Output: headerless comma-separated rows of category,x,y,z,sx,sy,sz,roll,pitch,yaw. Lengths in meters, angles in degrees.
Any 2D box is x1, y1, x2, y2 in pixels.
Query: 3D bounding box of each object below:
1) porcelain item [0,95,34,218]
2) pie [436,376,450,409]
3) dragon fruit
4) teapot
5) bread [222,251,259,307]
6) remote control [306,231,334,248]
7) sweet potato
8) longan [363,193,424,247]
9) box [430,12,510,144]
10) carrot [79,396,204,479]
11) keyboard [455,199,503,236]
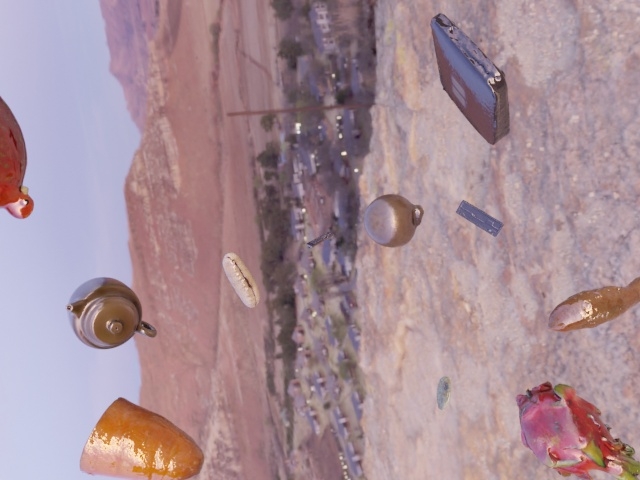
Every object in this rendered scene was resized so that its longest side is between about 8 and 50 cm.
porcelain item,-0.494,-0.093,0.753,0.253,0.252,0.253,169,90,-75
pie,0.313,0.388,1.454,0.085,0.017,0.085,-169,90,-85
dragon fruit,0.581,0.442,1.306,0.200,0.269,0.198,-79,11,-65
teapot,-0.559,0.210,1.536,0.175,0.267,0.186,26,89,54
bread,-0.251,0.133,1.842,0.053,0.073,0.214,-110,-4,-63
remote control,0.000,0.000,1.757,0.034,0.091,0.016,21,132,50
sweet potato,0.808,0.168,1.595,0.109,0.385,0.109,161,90,-83
longan,0.249,-0.068,1.924,0.159,0.204,0.185,-82,-29,-72
box,0.474,-0.505,1.804,0.359,0.091,0.350,59,-176,27
carrot,-0.353,0.438,1.180,0.159,0.224,0.159,-157,90,-88
keyboard,0.515,-0.073,1.855,0.155,0.010,0.053,36,112,21
